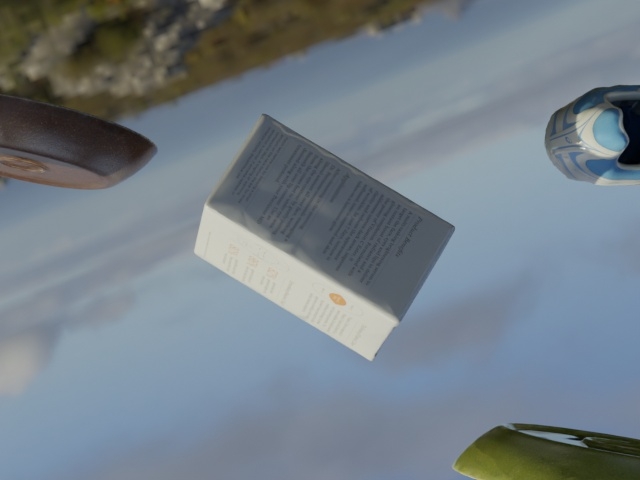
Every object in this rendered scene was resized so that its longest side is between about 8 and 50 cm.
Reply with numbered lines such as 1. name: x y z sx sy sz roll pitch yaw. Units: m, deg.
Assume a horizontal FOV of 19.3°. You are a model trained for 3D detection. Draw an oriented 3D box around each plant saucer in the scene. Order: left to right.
1. plant saucer: -0.224 -0.072 1.432 0.199 0.036 0.198 10 172 1
2. plant saucer: 0.212 0.159 1.301 0.241 0.037 0.241 8 179 0

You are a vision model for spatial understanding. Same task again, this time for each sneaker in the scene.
1. sneaker: 0.280 -0.087 1.511 0.237 0.085 0.086 -10 -176 -43

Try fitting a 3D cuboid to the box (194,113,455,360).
1. box: 0.000 0.000 1.451 0.091 0.170 0.130 -58 178 -18
